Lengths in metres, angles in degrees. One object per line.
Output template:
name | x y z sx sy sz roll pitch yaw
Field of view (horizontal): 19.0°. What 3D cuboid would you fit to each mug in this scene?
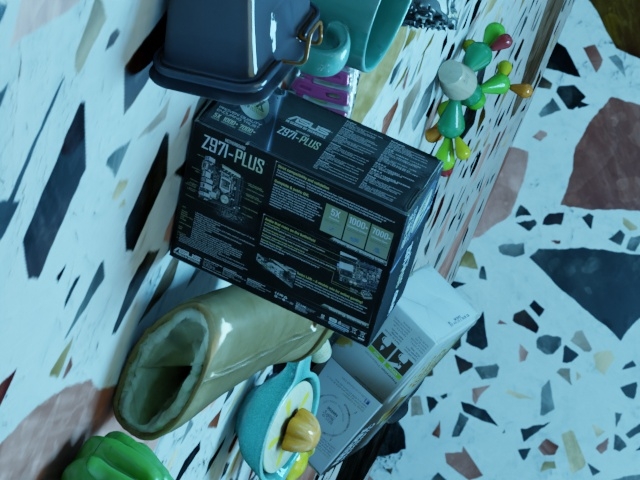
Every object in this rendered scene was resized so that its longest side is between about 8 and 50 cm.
mug | 0.012 -0.202 1.454 0.158 0.097 0.129 -38 150 -70

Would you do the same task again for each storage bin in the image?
storage bin | -0.048 -0.162 1.259 0.135 0.098 0.091 -55 155 -50

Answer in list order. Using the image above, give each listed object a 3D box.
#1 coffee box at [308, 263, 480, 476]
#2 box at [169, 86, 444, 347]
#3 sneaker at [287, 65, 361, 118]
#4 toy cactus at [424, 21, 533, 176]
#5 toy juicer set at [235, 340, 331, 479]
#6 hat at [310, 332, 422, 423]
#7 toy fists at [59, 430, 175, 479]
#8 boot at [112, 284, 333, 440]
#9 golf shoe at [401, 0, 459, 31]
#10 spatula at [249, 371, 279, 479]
coffee box | 0.065 0.157 2.341 0.246 0.098 0.141 -51 167 26
box | -0.014 -0.024 1.479 0.077 0.180 0.147 -54 164 -45
sneaker | 0.015 -0.153 1.692 0.075 0.063 0.170 -36 144 -60
toy cactus | 0.201 -0.196 2.580 0.219 0.112 0.180 -58 161 0
toy juicer set | -0.030 0.210 2.160 0.329 0.089 0.209 -68 159 -2
hat | 0.073 0.171 2.602 0.331 0.134 0.331 22 90 -81
toy fists | -0.184 0.240 1.428 0.279 0.096 0.142 -42 153 -66
boot | -0.040 0.042 1.610 0.269 0.089 0.236 -20 139 -62
golf shoe | 0.102 -0.261 1.943 0.198 0.077 0.094 -35 133 -80
spatula | -0.080 0.272 2.292 0.084 0.030 0.296 -56 165 -53
